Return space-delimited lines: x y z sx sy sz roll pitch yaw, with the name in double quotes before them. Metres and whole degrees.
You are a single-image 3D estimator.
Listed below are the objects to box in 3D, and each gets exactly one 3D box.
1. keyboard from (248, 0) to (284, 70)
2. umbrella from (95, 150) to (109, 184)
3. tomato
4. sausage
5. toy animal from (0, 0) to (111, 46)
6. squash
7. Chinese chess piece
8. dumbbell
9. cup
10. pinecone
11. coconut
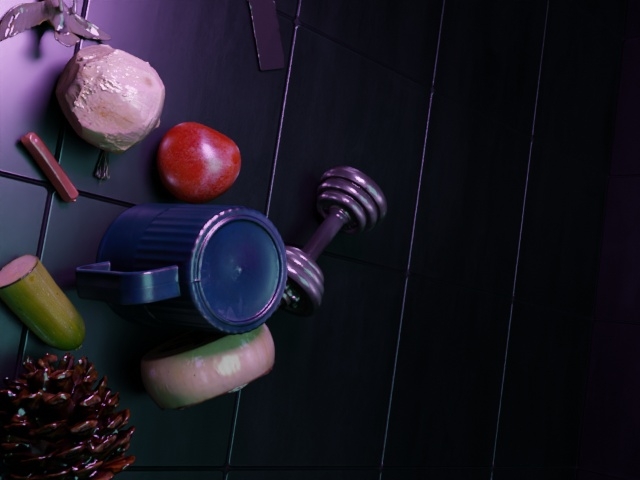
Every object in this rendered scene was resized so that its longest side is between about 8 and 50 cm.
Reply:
"keyboard" -0.122 -0.472 1.829 0.074 0.015 0.196 -18 103 -38
"umbrella" -0.403 -0.144 1.564 0.031 0.020 0.083 13 77 -44
"tomato" -0.236 -0.152 1.635 0.167 0.167 0.167 -1 92 -44
"sausage" -0.476 -0.128 1.482 0.030 0.035 0.147 -31 118 -5
"toy animal" -0.452 -0.409 1.458 0.219 0.095 0.155 -5 99 -45
"squash" -0.479 0.120 1.453 0.095 0.095 0.188 -49 127 -32
"Chinese chess piece" -0.212 0.228 1.590 0.257 0.257 0.104 -25 97 -41
"dumbbell" 0.000 0.000 1.845 0.406 0.179 0.179 -54 125 -29
"cup" -0.252 0.039 1.524 0.308 0.292 0.242 30 71 -41
"pinecone" -0.432 0.322 1.415 0.224 0.224 0.272 -18 99 -42
"coconut" -0.365 -0.248 1.489 0.194 0.194 0.194 -1 92 -44
